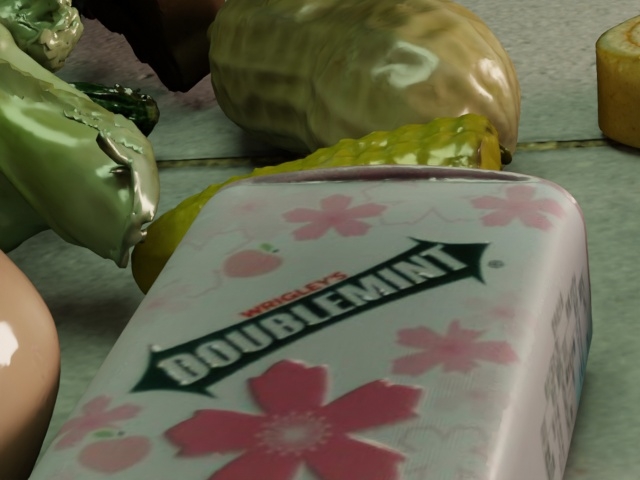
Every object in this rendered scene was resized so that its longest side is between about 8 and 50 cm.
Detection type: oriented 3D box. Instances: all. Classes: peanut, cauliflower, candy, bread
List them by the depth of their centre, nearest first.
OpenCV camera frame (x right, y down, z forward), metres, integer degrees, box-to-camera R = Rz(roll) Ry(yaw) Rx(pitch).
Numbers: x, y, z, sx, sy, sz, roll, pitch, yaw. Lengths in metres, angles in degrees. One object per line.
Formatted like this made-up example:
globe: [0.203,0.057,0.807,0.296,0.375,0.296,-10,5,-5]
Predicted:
candy: [0.000,0.000,0.938,0.199,0.094,0.106,-10,26,15]
cauliflower: [-0.230,-0.082,0.989,0.281,0.327,0.260,24,23,-15]
bread: [0.239,-0.105,1.093,0.149,0.073,0.122,-23,31,-27]
peanut: [0.020,-0.098,1.101,0.136,0.120,0.298,7,14,-32]

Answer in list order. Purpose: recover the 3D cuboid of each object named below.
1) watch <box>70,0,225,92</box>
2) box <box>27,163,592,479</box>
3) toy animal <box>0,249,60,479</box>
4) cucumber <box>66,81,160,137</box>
watch: [-0.275,-0.199,1.269,0.327,0.314,0.335,-29,41,-12]
box: [-0.007,0.095,0.718,0.190,0.112,0.370,-2,26,15]
toy animal: [-0.266,0.064,0.758,0.326,0.269,0.237,-37,19,17]
cucumber: [-0.231,-0.051,1.139,0.265,0.077,0.077,-14,26,-15]
